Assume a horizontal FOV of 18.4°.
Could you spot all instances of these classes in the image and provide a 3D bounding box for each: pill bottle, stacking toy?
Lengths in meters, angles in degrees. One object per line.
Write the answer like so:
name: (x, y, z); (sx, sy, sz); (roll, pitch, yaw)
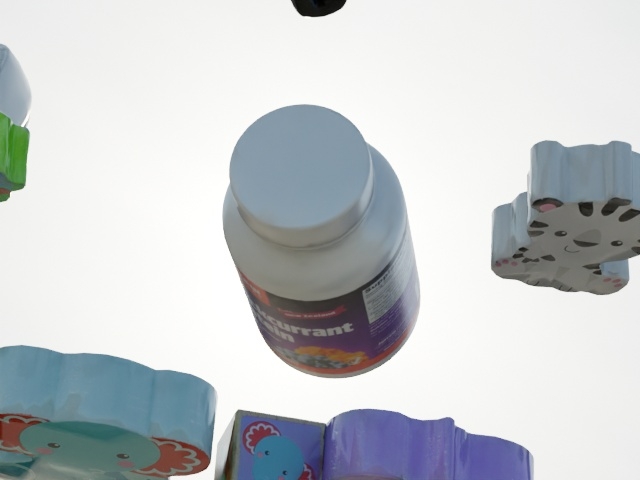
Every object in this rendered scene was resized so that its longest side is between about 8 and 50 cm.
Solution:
pill bottle: (0.000, 0.000, 1.172); (0.108, 0.108, 0.193); (18, -22, 16)
stacking toy: (-0.015, 0.048, 0.445); (0.221, 0.167, 0.052); (9, -29, -12)

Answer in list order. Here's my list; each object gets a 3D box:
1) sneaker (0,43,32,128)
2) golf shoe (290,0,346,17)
sneaker: (-0.159, 0.027, 0.681); (0.094, 0.258, 0.091); (-6, -55, 23)
golf shoe: (0.014, -0.128, 0.660); (0.067, 0.086, 0.186); (-10, -4, -10)
